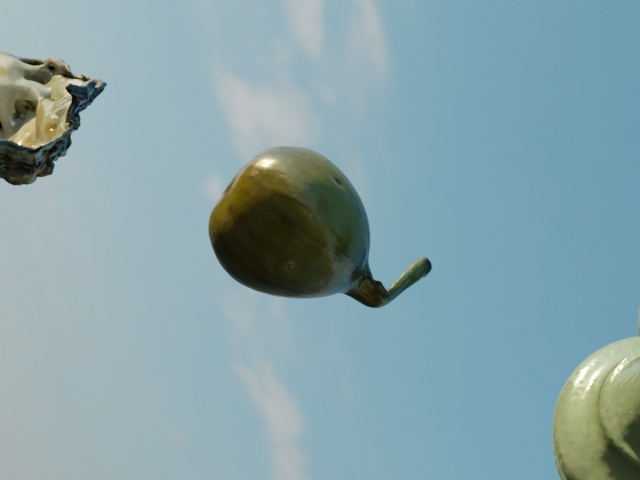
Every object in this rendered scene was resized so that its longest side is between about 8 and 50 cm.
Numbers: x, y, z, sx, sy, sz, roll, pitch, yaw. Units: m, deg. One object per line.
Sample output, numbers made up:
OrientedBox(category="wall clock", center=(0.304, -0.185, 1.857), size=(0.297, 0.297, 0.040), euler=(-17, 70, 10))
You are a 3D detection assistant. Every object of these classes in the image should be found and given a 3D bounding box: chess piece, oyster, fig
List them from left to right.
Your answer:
OrientedBox(category="oyster", center=(-0.301, -0.103, 1.294), size=(0.214, 0.223, 0.083), euler=(-140, -140, -59))
OrientedBox(category="fig", center=(-0.014, 0.003, 1.350), size=(0.186, 0.142, 0.148), euler=(56, 24, -6))
OrientedBox(category="chess piece", center=(0.299, 0.113, 1.180), size=(0.194, 0.195, 0.299), euler=(52, -20, 26))
